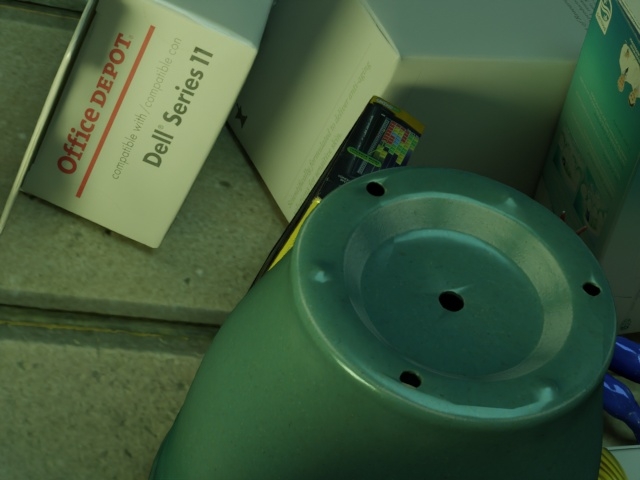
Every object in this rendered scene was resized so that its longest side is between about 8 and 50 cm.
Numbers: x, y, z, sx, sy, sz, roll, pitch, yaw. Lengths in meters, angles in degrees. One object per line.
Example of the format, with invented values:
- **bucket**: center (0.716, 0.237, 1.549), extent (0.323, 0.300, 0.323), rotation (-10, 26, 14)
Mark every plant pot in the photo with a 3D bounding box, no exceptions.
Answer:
- **plant pot**: center (0.048, 0.106, 0.971), extent (0.272, 0.255, 0.271), rotation (8, 48, -9)

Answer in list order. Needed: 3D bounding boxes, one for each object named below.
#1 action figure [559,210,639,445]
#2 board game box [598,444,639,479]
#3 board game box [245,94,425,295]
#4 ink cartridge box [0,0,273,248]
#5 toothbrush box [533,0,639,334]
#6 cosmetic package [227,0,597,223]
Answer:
- **action figure**: center (0.219, 0.083, 1.247), extent (0.280, 0.139, 0.091), rotation (33, 71, 5)
- **board game box**: center (0.210, 0.276, 1.102), extent (0.193, 0.053, 0.305), rotation (0, 48, -33)
- **board game box**: center (0.000, 0.000, 1.164), extent (0.048, 0.170, 0.141), rotation (31, 39, -4)
- **ink cartridge box**: center (-0.114, -0.144, 1.212), extent (0.119, 0.207, 0.353), rotation (24, 40, -8)
- **toothbrush box**: center (0.305, -0.066, 1.299), extent (0.216, 0.295, 0.126), rotation (-8, 50, -14)
- **cosmetic package**: center (0.130, -0.127, 1.368), extent (0.365, 0.197, 0.155), rotation (-5, 50, -36)
